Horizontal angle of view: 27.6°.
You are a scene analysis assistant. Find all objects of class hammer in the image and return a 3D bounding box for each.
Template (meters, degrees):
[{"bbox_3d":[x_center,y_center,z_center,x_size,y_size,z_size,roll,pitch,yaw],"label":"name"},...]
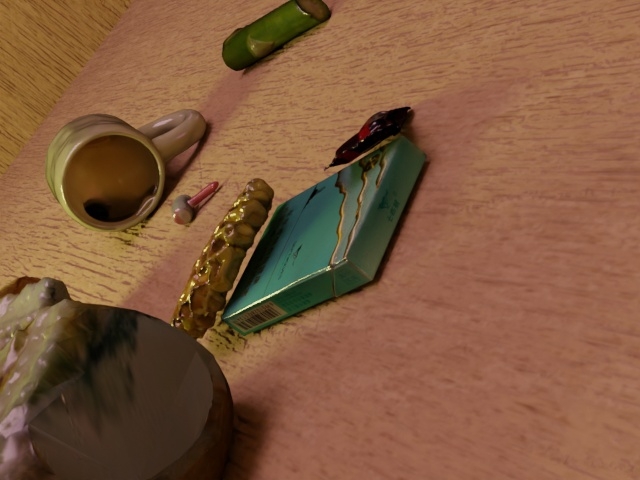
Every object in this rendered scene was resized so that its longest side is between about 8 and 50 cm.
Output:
[{"bbox_3d":[-0.174,-0.058,1.825,0.083,0.031,0.052,-37,27,21],"label":"hammer"}]

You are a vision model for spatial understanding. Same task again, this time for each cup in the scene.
[{"bbox_3d":[-0.322,-0.143,2.081,0.255,0.173,0.202,-53,21,-1],"label":"cup"}]

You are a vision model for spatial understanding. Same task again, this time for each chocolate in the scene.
[{"bbox_3d":[0.050,-0.109,1.336,0.086,0.028,0.182,-34,6,17],"label":"chocolate"}]

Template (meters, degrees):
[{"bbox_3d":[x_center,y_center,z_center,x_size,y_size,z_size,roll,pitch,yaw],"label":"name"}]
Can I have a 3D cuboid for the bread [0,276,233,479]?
[{"bbox_3d":[-0.236,0.225,1.154,0.264,0.239,0.395,-35,28,39],"label":"bread"}]

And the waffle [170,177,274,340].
[{"bbox_3d":[-0.108,0.025,1.404,0.194,0.051,0.149,-63,4,17],"label":"waffle"}]

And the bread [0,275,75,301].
[{"bbox_3d":[-0.406,0.163,1.729,0.133,0.179,0.250,-48,19,24],"label":"bread"}]

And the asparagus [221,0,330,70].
[{"bbox_3d":[-0.074,-0.327,2.025,0.067,0.060,0.278,-51,17,-30],"label":"asparagus"}]

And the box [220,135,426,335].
[{"bbox_3d":[0.001,0.000,1.313,0.229,0.041,0.162,-27,31,50],"label":"box"}]
